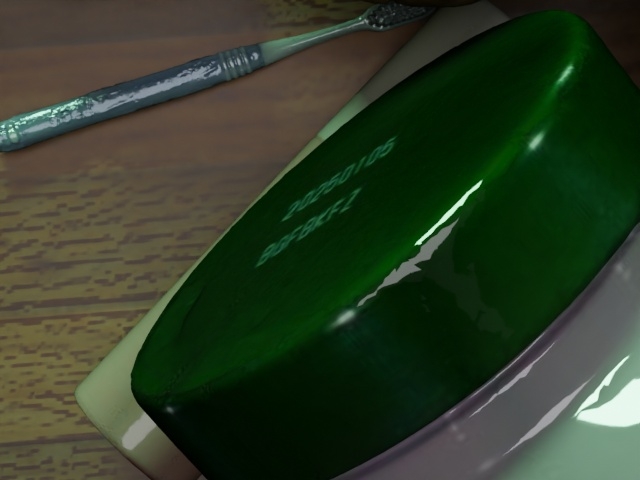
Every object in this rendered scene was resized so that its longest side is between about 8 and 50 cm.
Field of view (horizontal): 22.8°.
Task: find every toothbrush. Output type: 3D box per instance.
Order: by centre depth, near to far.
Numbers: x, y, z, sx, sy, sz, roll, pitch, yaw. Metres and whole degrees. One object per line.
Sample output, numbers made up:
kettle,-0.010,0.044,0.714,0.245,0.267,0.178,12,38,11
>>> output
toothbrush,-0.049,-0.080,0.746,0.219,0.019,0.016,-17,96,-1

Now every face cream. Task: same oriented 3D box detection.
face cream,0.119,0.113,0.603,0.357,0.312,0.219,49,66,-14

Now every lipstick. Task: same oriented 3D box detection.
lipstick,0.000,0.000,0.722,0.070,0.070,0.254,44,89,-1

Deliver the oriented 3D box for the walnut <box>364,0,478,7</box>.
walnut,0.057,-0.195,0.647,0.228,0.228,0.228,0,90,-1
